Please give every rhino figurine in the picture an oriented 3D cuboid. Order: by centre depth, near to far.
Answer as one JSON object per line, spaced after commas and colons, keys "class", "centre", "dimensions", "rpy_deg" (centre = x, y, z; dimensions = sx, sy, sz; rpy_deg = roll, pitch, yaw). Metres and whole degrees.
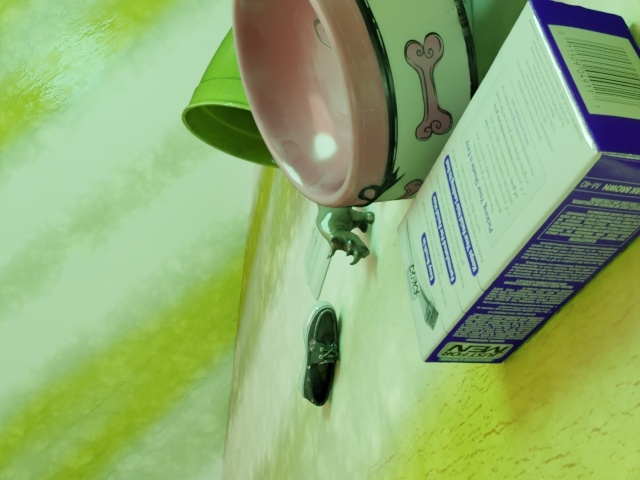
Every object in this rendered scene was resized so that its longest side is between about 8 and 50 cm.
{"class": "rhino figurine", "centre": [0.042, -0.041, 1.247], "dimensions": [0.073, 0.106, 0.243], "rpy_deg": [108, 161, -44]}

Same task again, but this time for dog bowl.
{"class": "dog bowl", "centre": [0.018, -0.225, 0.866], "dimensions": [0.408, 0.150, 0.408], "rpy_deg": [52, 155, 36]}

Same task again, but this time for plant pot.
{"class": "plant pot", "centre": [-0.118, -0.411, 1.641], "dimensions": [0.366, 0.366, 0.353], "rpy_deg": [148, 138, -73]}

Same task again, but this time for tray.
{"class": "tray", "centre": [0.000, 0.000, 1.564], "dimensions": [0.145, 0.030, 0.270], "rpy_deg": [-100, 20, -49]}

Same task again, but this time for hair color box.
{"class": "hair color box", "centre": [0.191, -0.033, 0.647], "dimensions": [0.339, 0.110, 0.185], "rpy_deg": [116, 154, -51]}

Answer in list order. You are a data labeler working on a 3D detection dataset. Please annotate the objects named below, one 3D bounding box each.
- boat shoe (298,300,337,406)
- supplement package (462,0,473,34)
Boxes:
{"class": "boat shoe", "centre": [0.003, 0.244, 1.379], "dimensions": [0.076, 0.080, 0.229], "rpy_deg": [33, 115, 55]}
{"class": "supplement package", "centre": [0.114, -0.314, 1.001], "dimensions": [0.244, 0.133, 0.139], "rpy_deg": [135, 137, -69]}
